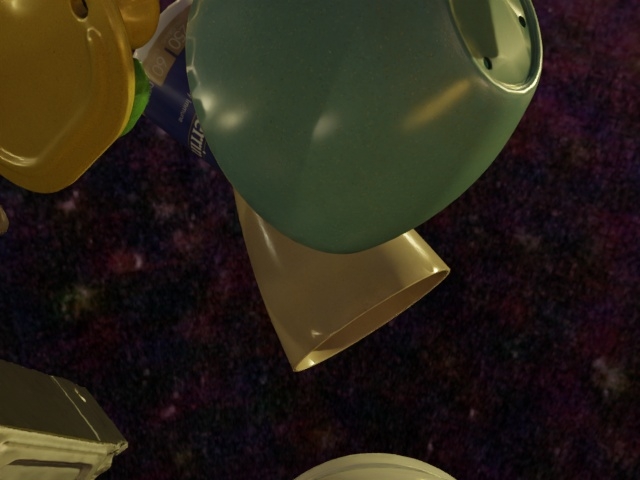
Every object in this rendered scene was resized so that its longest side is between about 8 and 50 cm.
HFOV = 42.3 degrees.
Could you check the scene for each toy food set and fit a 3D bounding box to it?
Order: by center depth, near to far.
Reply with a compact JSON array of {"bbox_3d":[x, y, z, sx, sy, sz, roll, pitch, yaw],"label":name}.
[{"bbox_3d":[-0.147,-0.099,0.443,0.071,0.218,0.128,-40,99,-42],"label":"toy food set"}]

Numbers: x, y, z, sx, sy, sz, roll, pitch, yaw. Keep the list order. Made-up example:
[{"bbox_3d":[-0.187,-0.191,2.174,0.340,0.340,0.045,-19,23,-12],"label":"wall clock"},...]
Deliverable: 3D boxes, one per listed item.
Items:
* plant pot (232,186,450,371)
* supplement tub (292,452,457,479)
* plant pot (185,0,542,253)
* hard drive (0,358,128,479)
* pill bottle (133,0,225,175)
[{"bbox_3d":[0.000,0.000,1.164,0.256,0.256,0.274,-27,77,-25],"label":"plant pot"},{"bbox_3d":[0.037,0.261,0.438,0.228,0.228,0.316,3,7,0],"label":"supplement tub"},{"bbox_3d":[0.063,-0.150,0.685,0.195,0.290,0.290,-17,29,44],"label":"plant pot"},{"bbox_3d":[-0.239,0.148,0.384,0.237,0.339,0.064,-41,75,-9],"label":"hard drive"},{"bbox_3d":[-0.063,-0.134,0.890,0.265,0.153,0.153,36,53,8],"label":"pill bottle"}]
